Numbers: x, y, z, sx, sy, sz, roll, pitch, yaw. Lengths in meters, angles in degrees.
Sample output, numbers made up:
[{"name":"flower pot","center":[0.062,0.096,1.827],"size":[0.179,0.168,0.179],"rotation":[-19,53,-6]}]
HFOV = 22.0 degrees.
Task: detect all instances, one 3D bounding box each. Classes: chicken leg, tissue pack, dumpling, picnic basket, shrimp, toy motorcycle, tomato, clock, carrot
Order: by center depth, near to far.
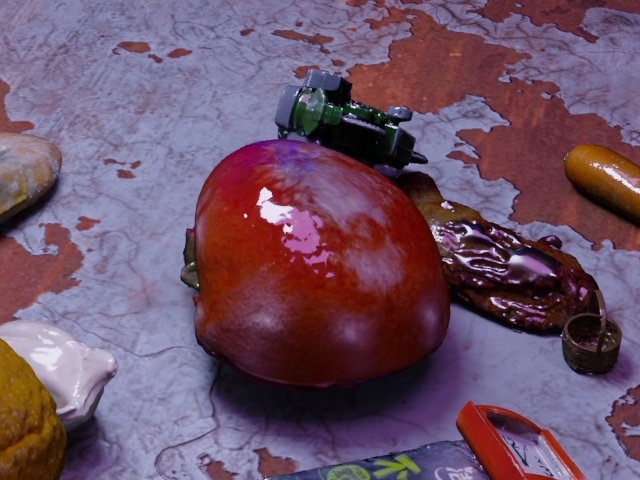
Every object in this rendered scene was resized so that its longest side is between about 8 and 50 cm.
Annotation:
[{"name":"tissue pack","center":[0.057,0.277,1.522],"size":[0.235,0.073,0.173],"rotation":[-9,36,-18]},{"name":"clock","center":[0.200,0.228,1.602],"size":[0.113,0.061,0.155],"rotation":[23,21,-31]},{"name":"dumpling","center":[-0.288,0.145,1.645],"size":[0.199,0.118,0.136],"rotation":[-3,41,40]},{"name":"tomato","center":[0.000,-0.006,1.751],"size":[0.290,0.176,0.335],"rotation":[2,34,-9]},{"name":"picnic basket","center":[0.297,0.096,1.793],"size":[0.072,0.083,0.072],"rotation":[4,36,-3]},{"name":"chicken leg","center":[0.193,0.006,1.926],"size":[0.322,0.083,0.177],"rotation":[25,31,24]},{"name":"shrimp","center":[-0.433,-0.056,1.948],"size":[0.168,0.077,0.317],"rotation":[12,31,27]},{"name":"toy motorcycle","center":[0.019,-0.135,1.984],"size":[0.187,0.124,0.275],"rotation":[15,-3,18]},{"name":"carrot","center":[0.391,-0.056,2.036],"size":[0.067,0.067,0.225],"rotation":[-26,47,-35]}]

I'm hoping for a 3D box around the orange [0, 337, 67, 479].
[{"name":"orange","center":[-0.394,0.197,1.378],"size":[0.357,0.322,0.322],"rotation":[-14,39,-24]}]
